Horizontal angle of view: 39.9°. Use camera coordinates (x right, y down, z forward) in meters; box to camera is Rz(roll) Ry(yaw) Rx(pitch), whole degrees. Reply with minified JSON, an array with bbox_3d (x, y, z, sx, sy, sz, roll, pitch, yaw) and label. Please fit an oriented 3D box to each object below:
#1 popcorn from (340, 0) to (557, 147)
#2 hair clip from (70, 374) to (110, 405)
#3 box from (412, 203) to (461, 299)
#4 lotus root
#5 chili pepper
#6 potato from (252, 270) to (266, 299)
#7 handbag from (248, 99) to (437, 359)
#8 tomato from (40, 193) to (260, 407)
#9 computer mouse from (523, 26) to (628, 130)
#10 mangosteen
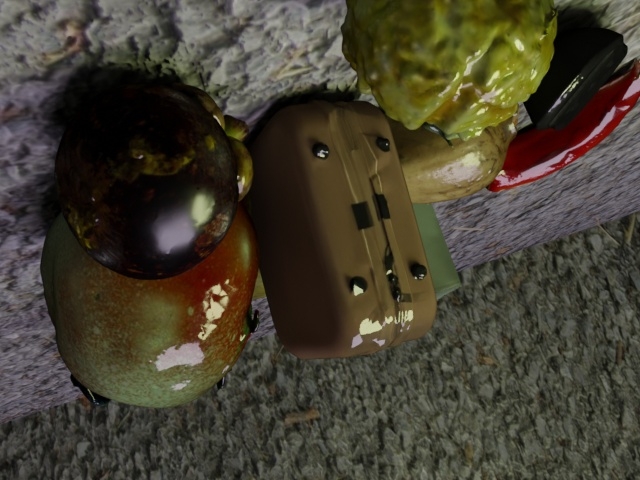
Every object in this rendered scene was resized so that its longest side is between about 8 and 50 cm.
[{"bbox_3d":[0.105,-0.182,0.764,0.197,0.198,0.212,-14,-159,-20],"label":"popcorn"},{"bbox_3d":[-0.323,0.169,1.556,0.194,0.206,0.310,-16,173,13],"label":"hair clip"},{"bbox_3d":[0.123,-0.005,1.407,0.086,0.225,0.129,-13,166,-24],"label":"box"},{"bbox_3d":[0.150,-0.117,1.169,0.256,0.140,0.154,-16,162,16],"label":"lotus root"},{"bbox_3d":[0.370,-0.171,1.439,0.368,0.092,0.137,-34,143,28],"label":"chili pepper"},{"bbox_3d":[-0.067,0.003,1.334,0.251,0.159,0.174,-40,-179,38],"label":"potato"},{"bbox_3d":[0.000,0.000,1.096,0.149,0.302,0.283,-12,171,-30],"label":"handbag"},{"bbox_3d":[-0.213,0.045,1.073,0.239,0.304,0.303,5,158,-25],"label":"tomato"},{"bbox_3d":[0.309,-0.213,1.106,0.147,0.088,0.264,-49,165,18],"label":"computer mouse"},{"bbox_3d":[-0.146,-0.066,0.862,0.217,0.192,0.192,-28,176,-41],"label":"mangosteen"}]
